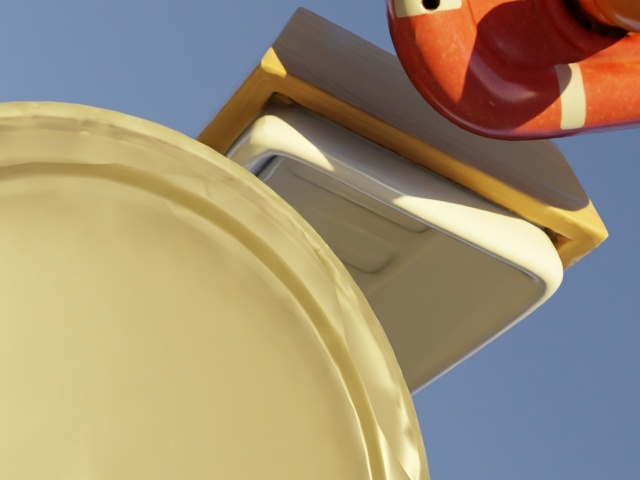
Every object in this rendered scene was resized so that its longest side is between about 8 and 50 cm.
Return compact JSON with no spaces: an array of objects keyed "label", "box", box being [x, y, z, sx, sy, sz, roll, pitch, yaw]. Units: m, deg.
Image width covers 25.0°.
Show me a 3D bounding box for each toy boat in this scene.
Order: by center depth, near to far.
[{"label":"toy boat","box":[0.146,-0.128,0.698,0.231,0.151,0.151,-8,-85,0]}]

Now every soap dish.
[{"label":"soap dish","box":[0.000,0.000,0.899,0.229,0.118,0.291,25,-39,-19]}]

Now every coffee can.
[{"label":"coffee can","box":[-0.128,0.096,0.445,0.275,0.201,0.202,-24,-88,51]}]
